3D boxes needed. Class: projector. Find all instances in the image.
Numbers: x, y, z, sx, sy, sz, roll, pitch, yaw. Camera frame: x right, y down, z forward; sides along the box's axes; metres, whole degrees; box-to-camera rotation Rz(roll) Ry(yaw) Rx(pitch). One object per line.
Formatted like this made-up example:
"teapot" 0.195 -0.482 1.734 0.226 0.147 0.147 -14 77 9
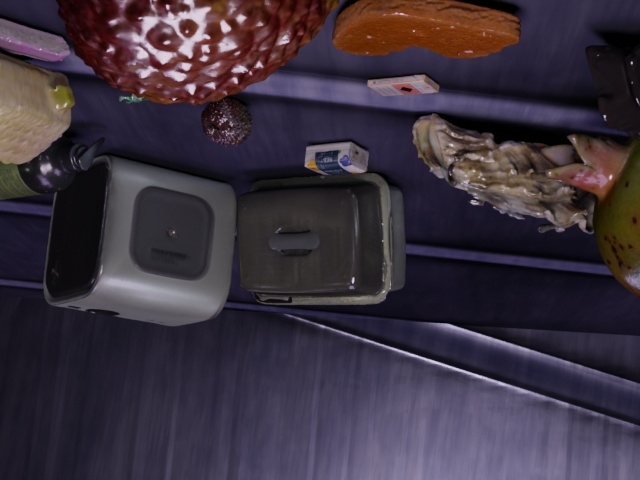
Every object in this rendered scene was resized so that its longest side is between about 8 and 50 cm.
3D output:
"projector" -0.315 0.006 2.398 0.249 0.248 0.249 13 165 -32

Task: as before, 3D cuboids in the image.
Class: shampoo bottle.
"shampoo bottle" -0.463 -0.123 2.213 0.284 0.101 0.101 -5 165 39

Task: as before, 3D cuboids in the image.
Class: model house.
"model house" -0.454 -0.189 1.786 0.234 0.174 0.193 -13 169 21

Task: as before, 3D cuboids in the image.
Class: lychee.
"lychee" -0.101 -0.237 1.142 0.261 0.260 0.260 5 168 1
"lychee" -0.133 -0.168 1.949 0.068 0.067 0.083 28 -155 28

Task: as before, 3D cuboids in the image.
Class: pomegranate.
"pomegranate" 0.468 -0.069 1.836 0.323 0.291 0.291 44 172 9

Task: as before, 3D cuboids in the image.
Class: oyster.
"oyster" 0.285 -0.094 1.995 0.351 0.114 0.238 20 -172 -18

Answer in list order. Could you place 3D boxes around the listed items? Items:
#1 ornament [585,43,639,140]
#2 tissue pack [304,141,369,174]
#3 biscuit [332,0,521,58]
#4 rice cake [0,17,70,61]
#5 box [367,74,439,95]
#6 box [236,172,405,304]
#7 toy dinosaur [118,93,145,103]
"ornament" 0.465 -0.190 1.574 0.260 0.106 0.251 -13 168 31
"tissue pack" 0.025 -0.126 2.139 0.083 0.042 0.062 -2 168 31
"biscuit" 0.116 -0.242 1.582 0.192 0.036 0.186 8 170 -15
"rice cake" -0.404 -0.260 1.703 0.207 0.036 0.047 15 177 -41
"box" 0.109 -0.204 1.815 0.083 0.012 0.046 -2 165 30
"box" 0.000 0.000 2.337 0.291 0.220 0.166 -3 180 33
"toy dinosaur" -0.250 -0.205 1.937 0.062 0.021 0.083 3 174 -25
